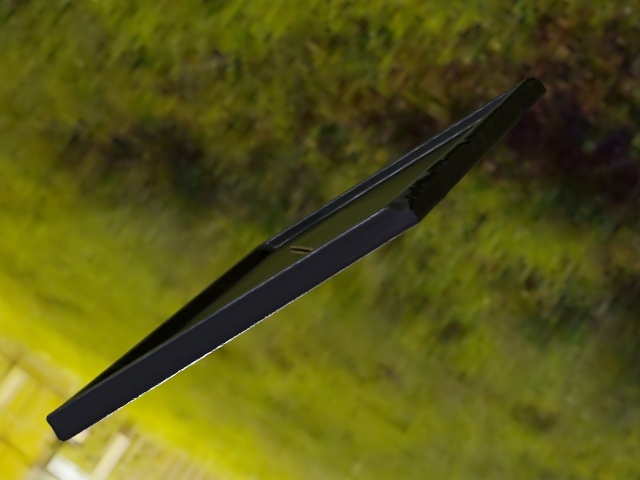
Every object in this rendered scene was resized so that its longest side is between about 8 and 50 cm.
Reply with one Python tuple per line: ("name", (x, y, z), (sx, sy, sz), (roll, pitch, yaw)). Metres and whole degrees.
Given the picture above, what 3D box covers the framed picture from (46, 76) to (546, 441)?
("framed picture", (0.000, 0.000, 0.945), (0.016, 0.213, 0.289), (57, -157, -4))
